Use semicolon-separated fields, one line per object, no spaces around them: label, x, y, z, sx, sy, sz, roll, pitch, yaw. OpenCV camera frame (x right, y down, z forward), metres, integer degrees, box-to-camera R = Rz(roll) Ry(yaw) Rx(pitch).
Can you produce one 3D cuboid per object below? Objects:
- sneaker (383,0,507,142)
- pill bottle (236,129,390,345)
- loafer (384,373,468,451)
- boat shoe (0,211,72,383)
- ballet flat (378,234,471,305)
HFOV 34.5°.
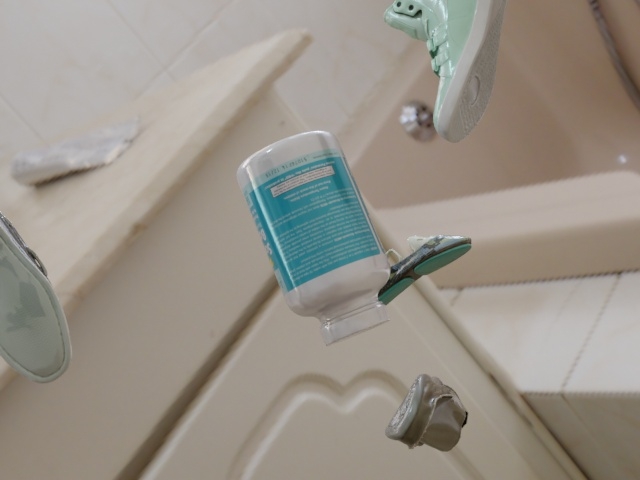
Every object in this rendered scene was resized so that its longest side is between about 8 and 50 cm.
sneaker;0.151;-0.248;1.353;0.151;0.094;0.256;7;72;27
pill bottle;0.000;0.000;1.352;0.146;0.264;0.146;-22;-8;-3
loafer;0.158;0.238;1.406;0.094;0.087;0.251;-60;-15;9
boat shoe;-0.426;0.061;1.430;0.114;0.303;0.091;-29;-9;0
ballet flat;0.128;0.030;1.490;0.188;0.070;0.070;-34;22;15
